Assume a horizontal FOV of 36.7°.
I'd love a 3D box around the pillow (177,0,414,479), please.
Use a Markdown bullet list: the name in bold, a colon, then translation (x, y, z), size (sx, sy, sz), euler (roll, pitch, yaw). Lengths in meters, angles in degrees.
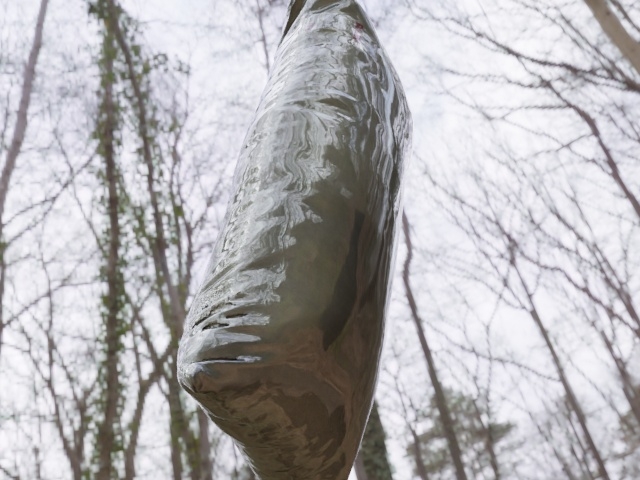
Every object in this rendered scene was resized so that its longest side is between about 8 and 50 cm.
- **pillow**: translation (0.000, 0.001, 0.446), size (0.078, 0.254, 0.144), euler (-1, -43, 14)
